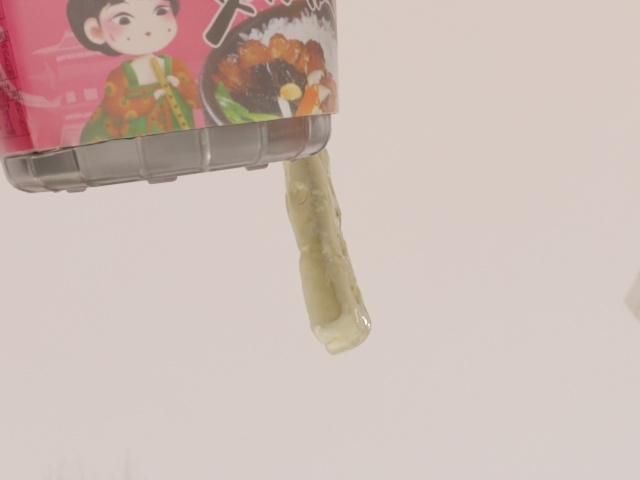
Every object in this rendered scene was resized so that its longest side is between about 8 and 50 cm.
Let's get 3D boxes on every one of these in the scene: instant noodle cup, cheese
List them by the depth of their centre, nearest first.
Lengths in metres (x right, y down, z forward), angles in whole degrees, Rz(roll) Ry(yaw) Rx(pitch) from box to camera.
[{"bbox_3d":[-0.091,-0.123,0.540,0.302,0.258,0.181,-6,-83,13],"label":"instant noodle cup"},{"bbox_3d":[0.000,0.000,0.827,0.043,0.194,0.065,-21,-30,17],"label":"cheese"}]
